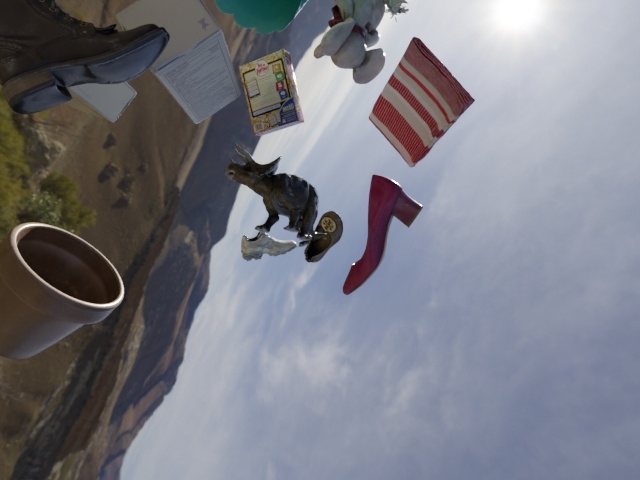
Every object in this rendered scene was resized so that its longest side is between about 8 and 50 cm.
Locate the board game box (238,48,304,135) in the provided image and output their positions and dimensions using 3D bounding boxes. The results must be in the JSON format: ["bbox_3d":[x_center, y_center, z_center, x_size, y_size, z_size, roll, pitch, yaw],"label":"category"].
[{"bbox_3d":[-0.137,-0.408,1.140,0.045,0.146,0.194,-25,104,-66],"label":"board game box"}]

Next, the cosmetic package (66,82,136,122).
[{"bbox_3d":[-0.679,-0.447,1.148,0.309,0.160,0.113,25,-102,37],"label":"cosmetic package"}]

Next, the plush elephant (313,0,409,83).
[{"bbox_3d":[0.087,-0.646,1.278,0.329,0.271,0.256,32,-91,42],"label":"plush elephant"}]

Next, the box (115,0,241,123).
[{"bbox_3d":[-0.267,-0.366,0.840,0.147,0.121,0.311,-35,-177,-5],"label":"box"}]

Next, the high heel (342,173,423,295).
[{"bbox_3d":[0.139,-0.013,1.276,0.377,0.181,0.127,-54,174,10],"label":"high heel"}]

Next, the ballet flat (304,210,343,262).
[{"bbox_3d":[0.000,0.000,1.239,0.058,0.084,0.250,-33,166,-34],"label":"ballet flat"}]

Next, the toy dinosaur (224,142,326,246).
[{"bbox_3d":[-0.053,-0.081,0.877,0.120,0.313,0.161,-6,-109,42],"label":"toy dinosaur"}]

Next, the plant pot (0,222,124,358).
[{"bbox_3d":[-0.620,0.127,0.901,0.229,0.263,0.263,-44,-162,4],"label":"plant pot"}]

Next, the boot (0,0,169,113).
[{"bbox_3d":[-0.374,-0.322,0.558,0.262,0.229,0.091,-32,-172,-22],"label":"boot"}]

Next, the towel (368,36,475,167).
[{"bbox_3d":[0.272,-0.384,1.201,0.037,0.237,0.329,-34,171,-26],"label":"towel"}]

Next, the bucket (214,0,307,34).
[{"bbox_3d":[-0.114,-0.611,0.867,0.183,0.281,0.281,-57,-171,-29],"label":"bucket"}]

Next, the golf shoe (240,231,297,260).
[{"bbox_3d":[-0.159,0.007,1.262,0.069,0.176,0.086,-161,-118,-69],"label":"golf shoe"}]
